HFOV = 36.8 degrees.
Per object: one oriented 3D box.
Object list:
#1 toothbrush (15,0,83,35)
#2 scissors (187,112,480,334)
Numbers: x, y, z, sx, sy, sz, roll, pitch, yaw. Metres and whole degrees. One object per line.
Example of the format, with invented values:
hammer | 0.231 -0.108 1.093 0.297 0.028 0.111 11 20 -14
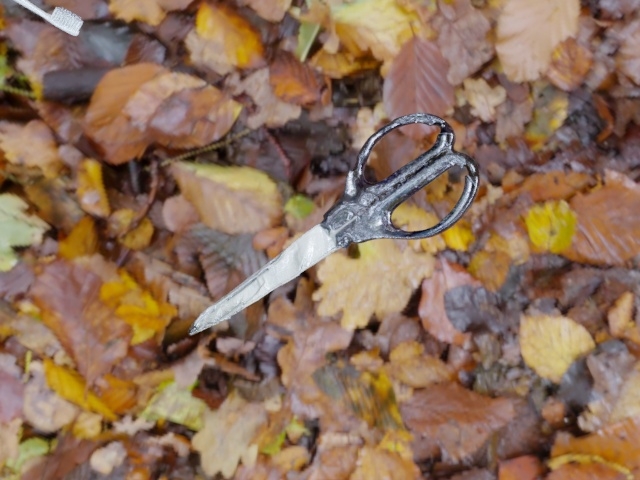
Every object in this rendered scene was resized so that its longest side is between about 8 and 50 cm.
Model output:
toothbrush | -0.431 -0.339 1.227 0.276 0.019 0.025 27 125 -24
scissors | 0.000 0.000 0.849 0.300 0.022 0.109 -34 75 9
